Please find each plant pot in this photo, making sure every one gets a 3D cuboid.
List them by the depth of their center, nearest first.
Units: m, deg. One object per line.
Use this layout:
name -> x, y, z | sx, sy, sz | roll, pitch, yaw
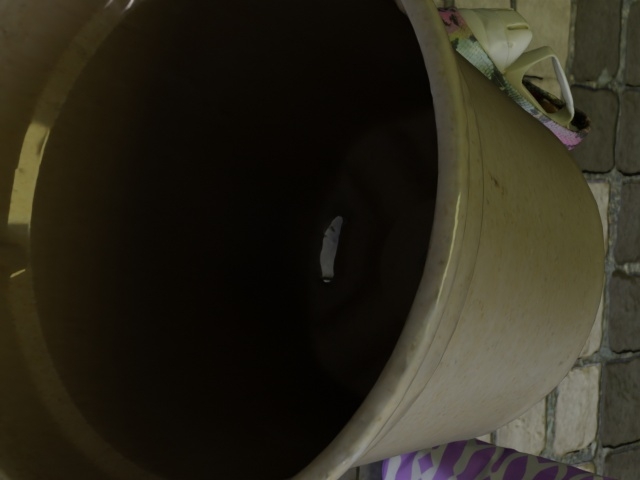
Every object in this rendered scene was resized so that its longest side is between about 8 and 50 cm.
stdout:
plant pot -> 0.000, 0.000, 0.814 | 0.305, 0.334, 0.334 | 14, 84, -56

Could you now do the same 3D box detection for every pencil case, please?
pencil case -> 0.143, 0.191, 1.086 | 0.088, 0.206, 0.086 | -38, 133, -41

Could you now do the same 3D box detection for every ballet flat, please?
ballet flat -> 0.140, -0.129, 1.127 | 0.221, 0.079, 0.077 | 35, 25, -45
